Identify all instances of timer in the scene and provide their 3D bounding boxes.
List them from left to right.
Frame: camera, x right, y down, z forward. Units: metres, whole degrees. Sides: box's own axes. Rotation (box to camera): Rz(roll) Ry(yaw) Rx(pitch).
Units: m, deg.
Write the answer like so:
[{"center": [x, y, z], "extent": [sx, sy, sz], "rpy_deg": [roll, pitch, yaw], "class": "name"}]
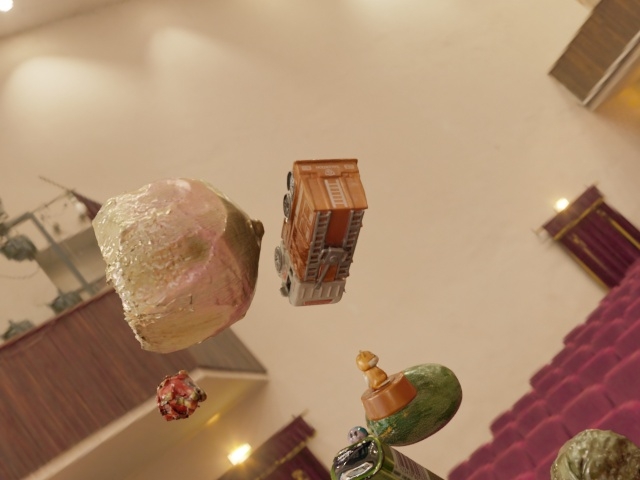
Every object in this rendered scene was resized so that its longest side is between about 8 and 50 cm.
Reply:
[{"center": [0.133, 0.324, 1.809], "extent": [0.132, 0.152, 0.132], "rpy_deg": [-30, 1, 1], "class": "timer"}]

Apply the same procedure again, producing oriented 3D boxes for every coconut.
[{"center": [-0.301, 0.041, 1.800], "extent": [0.404, 0.404, 0.404], "rpy_deg": [-39, -16, -13], "class": "coconut"}]

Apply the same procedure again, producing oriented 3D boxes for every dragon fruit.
[{"center": [-0.397, 0.450, 2.214], "extent": [0.208, 0.133, 0.150], "rpy_deg": [-17, 49, 56], "class": "dragon fruit"}]

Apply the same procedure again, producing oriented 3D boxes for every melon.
[{"center": [0.231, 0.425, 1.981], "extent": [0.288, 0.182, 0.182], "rpy_deg": [-26, -20, -16], "class": "melon"}]

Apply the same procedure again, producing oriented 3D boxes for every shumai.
[{"center": [0.695, 0.674, 1.960], "extent": [0.288, 0.292, 0.330], "rpy_deg": [-36, -49, -42], "class": "shumai"}]

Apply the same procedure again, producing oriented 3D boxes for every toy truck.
[{"center": [0.000, 0.000, 1.878], "extent": [0.173, 0.207, 0.387], "rpy_deg": [-3, -44, -16], "class": "toy truck"}]

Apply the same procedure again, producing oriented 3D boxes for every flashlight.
[{"center": [0.109, 0.492, 1.796], "extent": [0.051, 0.129, 0.051], "rpy_deg": [-31, -3, -2], "class": "flashlight"}]

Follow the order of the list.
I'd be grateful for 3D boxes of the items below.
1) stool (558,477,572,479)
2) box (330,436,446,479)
[{"center": [0.558, 0.634, 1.488], "extent": [0.226, 0.310, 0.310], "rpy_deg": [-4, -35, -10], "class": "stool"}, {"center": [0.175, 0.525, 1.628], "extent": [0.134, 0.097, 0.345], "rpy_deg": [-39, -52, 18], "class": "box"}]
